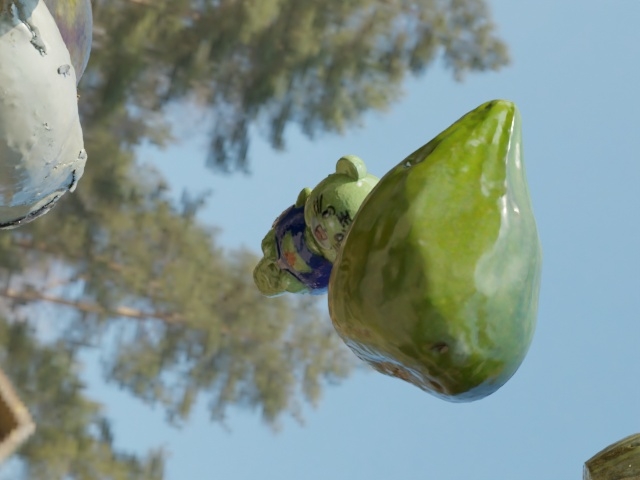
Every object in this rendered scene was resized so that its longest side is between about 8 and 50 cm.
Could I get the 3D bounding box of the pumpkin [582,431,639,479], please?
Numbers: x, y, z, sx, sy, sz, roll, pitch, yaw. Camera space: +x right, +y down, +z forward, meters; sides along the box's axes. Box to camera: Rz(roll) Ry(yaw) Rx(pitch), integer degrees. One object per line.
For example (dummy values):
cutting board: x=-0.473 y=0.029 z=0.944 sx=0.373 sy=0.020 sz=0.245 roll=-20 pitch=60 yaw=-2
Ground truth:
pumpkin: x=0.361 y=0.319 z=1.912 sx=0.217 sy=0.110 sz=0.217 roll=8 pitch=90 yaw=-86

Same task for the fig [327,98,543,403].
fig: x=0.093 y=0.011 z=1.260 sx=0.167 sy=0.167 sz=0.234 roll=-143 pitch=-124 yaw=-58

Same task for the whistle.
whistle: x=0.000 y=0.000 z=1.526 sx=0.227 sy=0.085 sz=0.105 roll=-34 pitch=-97 yaw=48

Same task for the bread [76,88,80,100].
bread: x=-0.329 y=-0.142 z=1.473 sx=0.147 sy=0.160 sz=0.260 roll=-59 pitch=170 yaw=-10

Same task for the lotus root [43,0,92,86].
lotus root: x=-0.323 y=-0.213 z=1.227 sx=0.346 sy=0.250 sz=0.250 roll=51 pitch=-54 yaw=21

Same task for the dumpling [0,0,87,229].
dumpling: x=-0.233 y=-0.093 z=0.945 sx=0.247 sy=0.172 sz=0.142 roll=76 pitch=-5 yaw=-46
